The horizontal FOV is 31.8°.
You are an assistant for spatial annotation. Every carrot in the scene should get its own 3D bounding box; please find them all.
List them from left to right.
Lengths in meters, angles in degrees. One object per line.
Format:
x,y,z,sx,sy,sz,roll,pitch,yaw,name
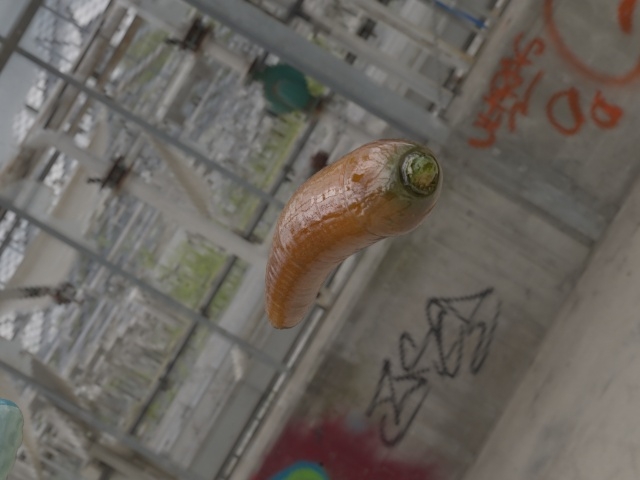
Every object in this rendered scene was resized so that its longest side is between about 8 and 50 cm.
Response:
0.000,0.000,0.727,0.271,0.066,0.062,-40,62,56,carrot

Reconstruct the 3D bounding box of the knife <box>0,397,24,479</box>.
-0.233,0.176,0.673,0.222,0.031,0.064,-50,39,25,knife
